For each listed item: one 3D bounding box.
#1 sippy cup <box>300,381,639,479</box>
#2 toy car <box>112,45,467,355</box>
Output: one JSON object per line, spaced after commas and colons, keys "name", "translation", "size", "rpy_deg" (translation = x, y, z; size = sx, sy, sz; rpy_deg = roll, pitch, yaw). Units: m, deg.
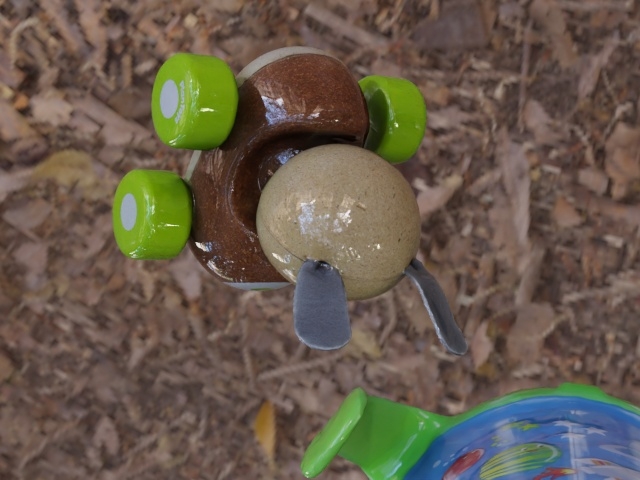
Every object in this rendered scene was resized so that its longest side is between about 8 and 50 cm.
{"name": "sippy cup", "translation": [0.138, 0.208, 0.750], "size": [0.305, 0.224, 0.240], "rpy_deg": [2, 89, 8]}
{"name": "toy car", "translation": [0.000, 0.000, 0.713], "size": [0.155, 0.188, 0.149], "rpy_deg": [1, 128, -33]}
